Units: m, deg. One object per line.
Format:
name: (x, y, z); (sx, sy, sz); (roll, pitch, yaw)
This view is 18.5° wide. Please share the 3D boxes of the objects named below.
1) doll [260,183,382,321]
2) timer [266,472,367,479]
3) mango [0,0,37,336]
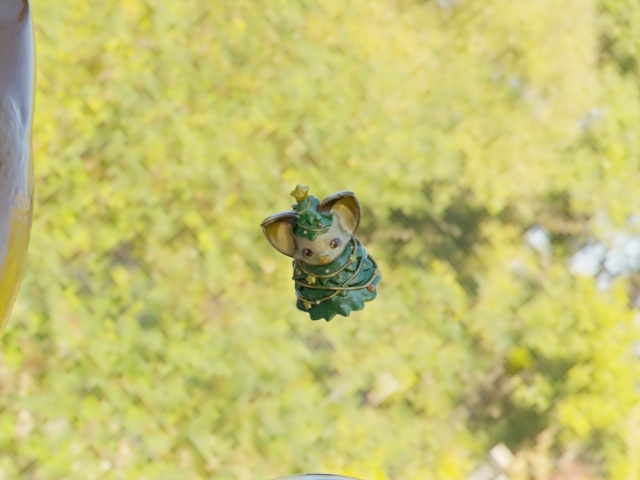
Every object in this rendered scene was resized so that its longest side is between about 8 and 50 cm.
doll: (0.000, -0.001, 1.554); (0.077, 0.078, 0.113); (-94, 165, -72)
timer: (-0.007, 0.227, 0.854); (0.175, 0.255, 0.175); (6, 12, -1)
mango: (-0.207, -0.007, 0.951); (0.236, 0.136, 0.166); (102, -14, -52)
